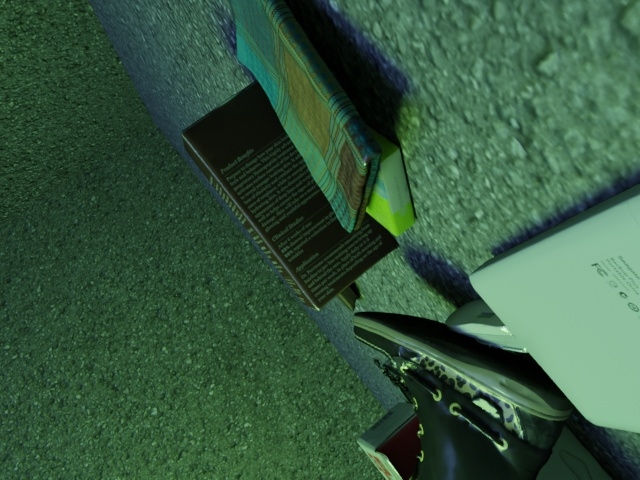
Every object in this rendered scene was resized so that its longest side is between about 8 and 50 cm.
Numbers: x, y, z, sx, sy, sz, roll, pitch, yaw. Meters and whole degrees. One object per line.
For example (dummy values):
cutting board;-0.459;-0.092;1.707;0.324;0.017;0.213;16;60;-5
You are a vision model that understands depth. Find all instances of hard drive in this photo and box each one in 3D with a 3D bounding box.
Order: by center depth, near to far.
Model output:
hard drive;0.284;0.084;0.509;0.233;0.047;0.353;51;168;7

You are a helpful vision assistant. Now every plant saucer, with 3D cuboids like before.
plant saucer;0.008;0.085;1.549;0.278;0.041;0.278;46;174;6

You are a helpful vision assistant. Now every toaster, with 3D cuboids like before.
toaster;0.238;0.332;1.288;0.186;0.110;0.168;54;168;-10

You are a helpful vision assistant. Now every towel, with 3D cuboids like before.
towel;-0.037;-0.204;0.766;0.370;0.040;0.271;60;171;15

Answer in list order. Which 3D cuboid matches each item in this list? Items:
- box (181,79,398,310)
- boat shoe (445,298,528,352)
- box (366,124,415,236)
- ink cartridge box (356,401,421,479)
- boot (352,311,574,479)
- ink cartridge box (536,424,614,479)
box;-0.059;-0.080;1.000;0.381;0.191;0.143;54;169;-6
boat shoe;0.242;0.123;0.777;0.063;0.066;0.184;54;159;-5
box;0.075;-0.096;0.790;0.109;0.042;0.178;44;165;39
ink cartridge box;0.229;0.467;1.025;0.309;0.130;0.272;51;167;8
boot;0.172;0.280;0.849;0.377;0.284;0.138;18;-170;43
ink cartridge box;0.366;0.412;0.973;0.223;0.129;0.307;50;169;16
